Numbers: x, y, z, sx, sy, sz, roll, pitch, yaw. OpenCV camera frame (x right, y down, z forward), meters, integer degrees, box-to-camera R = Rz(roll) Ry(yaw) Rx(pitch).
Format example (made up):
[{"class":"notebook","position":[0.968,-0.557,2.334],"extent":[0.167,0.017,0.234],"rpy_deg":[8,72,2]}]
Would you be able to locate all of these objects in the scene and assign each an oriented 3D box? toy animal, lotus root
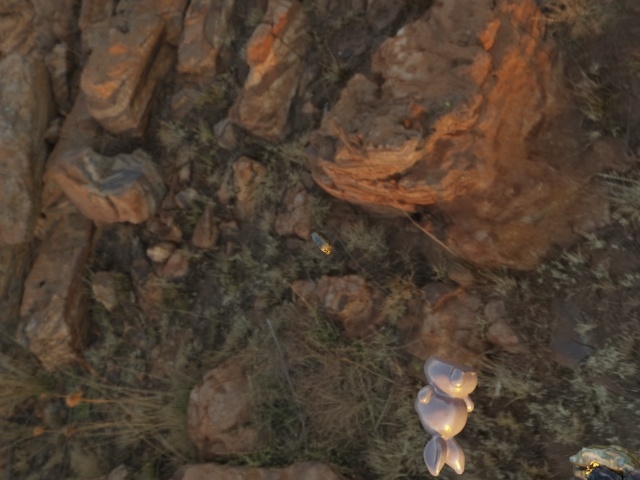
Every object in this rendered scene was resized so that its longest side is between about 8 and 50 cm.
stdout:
[{"class":"toy animal","position":[0.231,0.337,1.109],"extent":[0.124,0.124,0.212],"rpy_deg":[10,81,40]},{"class":"lotus root","position":[0.002,-0.001,1.384],"extent":[0.030,0.037,0.083],"rpy_deg":[-45,37,2]}]

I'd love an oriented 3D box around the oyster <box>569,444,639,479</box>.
[{"class":"oyster","position":[0.317,0.288,0.477],"extent":[0.223,0.083,0.214],"rpy_deg":[4,84,13]}]
